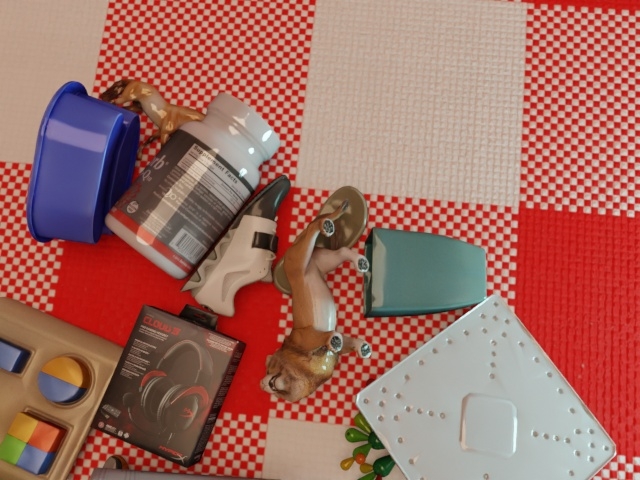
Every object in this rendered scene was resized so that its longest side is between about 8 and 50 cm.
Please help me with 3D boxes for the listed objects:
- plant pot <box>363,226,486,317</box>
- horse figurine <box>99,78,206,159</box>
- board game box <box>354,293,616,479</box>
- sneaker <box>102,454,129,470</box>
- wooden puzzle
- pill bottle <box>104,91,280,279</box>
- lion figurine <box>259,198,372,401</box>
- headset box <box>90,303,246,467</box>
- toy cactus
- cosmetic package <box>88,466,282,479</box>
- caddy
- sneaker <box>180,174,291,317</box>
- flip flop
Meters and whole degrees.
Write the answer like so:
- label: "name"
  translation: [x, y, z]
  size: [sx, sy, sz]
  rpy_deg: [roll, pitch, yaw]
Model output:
- label: "plant pot"
  translation: [0.212, 0.074, 1.353]
  size: [0.234, 0.165, 0.166]
  rpy_deg: [3, 78, -1]
- label: "horse figurine"
  translation: [-0.392, -0.284, 1.498]
  size: [0.263, 0.066, 0.174]
  rpy_deg: [41, 90, 7]
- label: "board game box"
  translation: [0.321, 0.363, 1.292]
  size: [0.389, 0.050, 0.390]
  rpy_deg: [-32, 78, -20]
- label: "sneaker"
  translation: [-0.475, 0.550, 1.311]
  size: [0.120, 0.099, 0.263]
  rpy_deg: [17, 78, 10]
- label: "wooden puzzle"
  translation: [-0.616, 0.316, 1.343]
  size: [0.321, 0.080, 0.348]
  rpy_deg: [22, 71, 6]
- label: "pill bottle"
  translation: [-0.258, -0.116, 1.383]
  size: [0.210, 0.210, 0.363]
  rpy_deg: [36, 81, 9]
- label: "lion figurine"
  translation: [-0.018, 0.126, 1.322]
  size: [0.142, 0.240, 0.393]
  rpy_deg: [12, 76, -34]
- label: "headset box"
  translation: [-0.299, 0.278, 1.351]
  size: [0.217, 0.110, 0.294]
  rpy_deg: [21, 80, 7]
- label: "toy cactus"
  translation: [0.140, 0.401, 1.322]
  size: [0.180, 0.112, 0.219]
  rpy_deg: [15, 70, -5]
- label: "cosmetic package"
  translation: [-0.236, 0.515, 1.199]
  size: [0.384, 0.217, 0.156]
  rpy_deg: [10, 78, -12]
- label: "caddy"
  translation: [-0.506, -0.152, 1.368]
  size: [0.179, 0.241, 0.342]
  rpy_deg: [14, 100, -2]
- label: "sneaker"
  translation: [-0.142, 0.015, 1.408]
  size: [0.146, 0.122, 0.331]
  rpy_deg: [36, 81, -5]
- label: "flip flop"
  translation: [0.000, 0.000, 1.413]
  size: [0.112, 0.080, 0.277]
  rpy_deg: [42, 83, 11]
